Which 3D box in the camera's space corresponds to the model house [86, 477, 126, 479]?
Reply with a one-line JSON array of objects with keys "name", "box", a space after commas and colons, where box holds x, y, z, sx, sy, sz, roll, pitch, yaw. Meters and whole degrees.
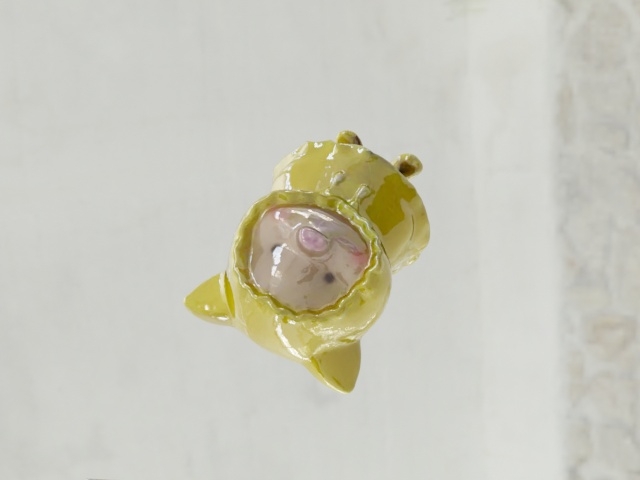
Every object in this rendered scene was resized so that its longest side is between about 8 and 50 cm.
[{"name": "model house", "box": [-0.101, 0.259, 0.891, 0.136, 0.207, 0.219, -127, 22, -73]}]

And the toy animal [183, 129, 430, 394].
[{"name": "toy animal", "box": [0.004, 0.002, 1.115, 0.230, 0.156, 0.156, -56, -44, -38]}]
